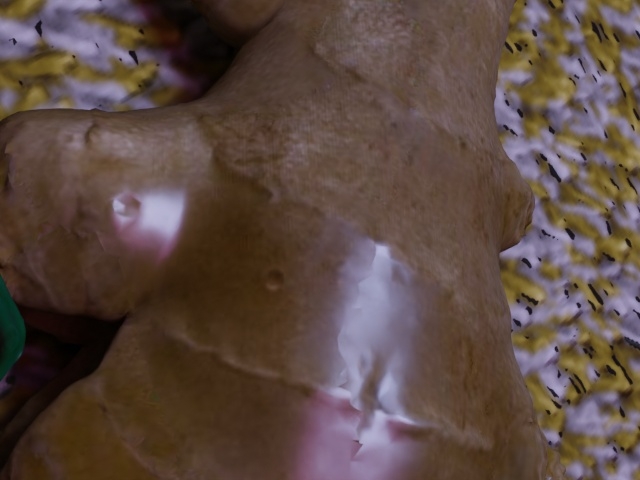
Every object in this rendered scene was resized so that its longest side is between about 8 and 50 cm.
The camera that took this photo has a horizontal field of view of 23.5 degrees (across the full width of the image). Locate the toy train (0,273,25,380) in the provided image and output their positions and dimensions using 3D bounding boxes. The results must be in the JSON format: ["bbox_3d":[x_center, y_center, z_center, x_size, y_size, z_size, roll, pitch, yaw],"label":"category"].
[{"bbox_3d":[-0.209,-0.001,0.321,0.249,0.178,0.429,-53,146,-33],"label":"toy train"}]

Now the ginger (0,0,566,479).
[{"bbox_3d":[-0.025,-0.002,0.596,0.236,0.166,0.375,1,53,0],"label":"ginger"}]
